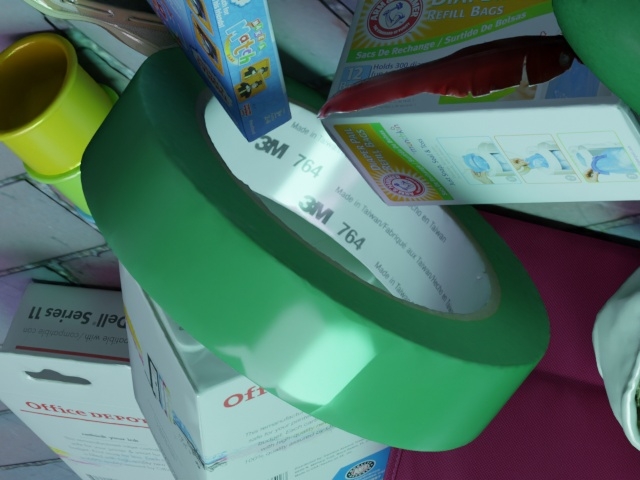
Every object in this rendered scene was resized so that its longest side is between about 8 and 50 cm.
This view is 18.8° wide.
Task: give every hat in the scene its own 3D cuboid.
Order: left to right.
[{"bbox_3d":[0.134,-0.143,1.034,0.183,0.208,0.173,22,121,6],"label":"hat"}]

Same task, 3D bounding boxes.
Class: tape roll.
[{"bbox_3d":[0.000,0.000,1.262,0.321,0.321,0.077,29,112,-20],"label":"tape roll"}]

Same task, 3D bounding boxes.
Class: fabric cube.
[{"bbox_3d":[0.193,0.164,1.484,0.258,0.259,0.254,14,151,7],"label":"fabric cube"}]

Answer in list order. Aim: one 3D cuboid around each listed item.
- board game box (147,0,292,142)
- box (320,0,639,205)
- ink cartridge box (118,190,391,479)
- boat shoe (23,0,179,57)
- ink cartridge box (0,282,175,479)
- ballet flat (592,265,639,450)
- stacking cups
[{"bbox_3d":[-0.083,-0.177,1.163,0.160,0.039,0.211,55,167,28],"label":"board game box"},{"bbox_3d":[0.119,-0.095,1.207,0.203,0.114,0.103,-1,148,31],"label":"box"},{"bbox_3d":[-0.045,0.089,1.492,0.171,0.168,0.232,-21,146,-16],"label":"ink cartridge box"},{"bbox_3d":[-0.148,-0.172,1.302,0.153,0.056,0.048,28,142,-21],"label":"boat shoe"},{"bbox_3d":[-0.167,0.146,1.825,0.207,0.119,0.353,5,151,26],"label":"ink cartridge box"},{"bbox_3d":[0.280,0.005,1.191,0.139,0.139,0.400,20,139,-3],"label":"ballet flat"},{"bbox_3d":[-0.148,-0.034,1.518,0.096,0.096,0.316,0,150,31],"label":"stacking cups"}]
